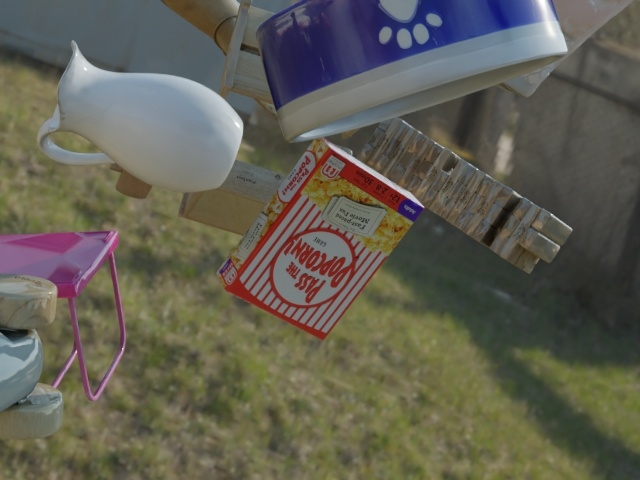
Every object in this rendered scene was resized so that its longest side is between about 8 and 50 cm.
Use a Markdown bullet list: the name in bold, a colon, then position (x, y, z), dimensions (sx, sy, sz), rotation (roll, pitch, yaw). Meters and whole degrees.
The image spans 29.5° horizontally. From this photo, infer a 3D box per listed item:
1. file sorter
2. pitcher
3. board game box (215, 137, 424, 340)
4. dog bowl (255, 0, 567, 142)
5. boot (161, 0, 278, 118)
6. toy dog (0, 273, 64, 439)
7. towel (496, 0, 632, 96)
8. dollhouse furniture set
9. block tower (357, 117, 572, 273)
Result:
- **file sorter**: position (-0.426, 0.108, 1.626), dimensions (0.290, 0.182, 0.202), rotation (-2, 20, 7)
- **pitcher**: position (-0.207, -0.119, 1.367), dimensions (0.207, 0.178, 0.125), rotation (20, 56, -17)
- **board game box**: position (0.000, 0.000, 1.337), dimensions (0.147, 0.193, 0.045), rotation (29, 14, -33)
- **dog bowl**: position (0.079, -0.175, 1.090), dimensions (0.265, 0.104, 0.265), rotation (-17, 1, 0)
- **boot**: position (-0.133, -0.311, 1.856), dimensions (0.236, 0.089, 0.269), rotation (30, 19, -36)
- **toy dog**: position (-0.374, 0.120, 1.113), dimensions (0.161, 0.220, 0.333), rotation (7, -8, 23)
- **towel**: position (0.208, -0.311, 1.255), dimensions (0.332, 0.317, 0.053), rotation (21, 39, -34)
- **dollhouse furniture set**: position (-0.103, -0.205, 1.681), dimensions (0.303, 0.355, 0.174), rotation (17, -19, -12)
- **block tower**: position (0.201, -0.073, 1.788), dimensions (0.335, 0.091, 0.097), rotation (36, 5, 34)
